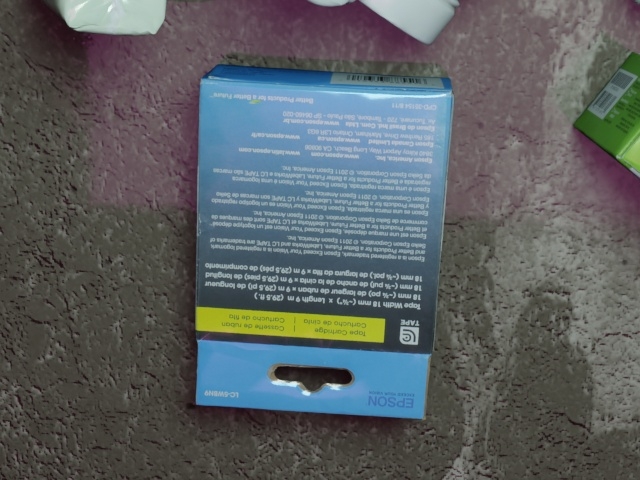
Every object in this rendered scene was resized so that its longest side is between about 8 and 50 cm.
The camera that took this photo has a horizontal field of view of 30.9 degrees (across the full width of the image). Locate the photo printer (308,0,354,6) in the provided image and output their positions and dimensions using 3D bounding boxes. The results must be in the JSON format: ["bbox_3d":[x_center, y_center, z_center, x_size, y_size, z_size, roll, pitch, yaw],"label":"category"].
[{"bbox_3d":[-0.005,-0.382,0.983,0.107,0.307,0.256,18,119,-49],"label":"photo printer"}]

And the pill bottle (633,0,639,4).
[{"bbox_3d":[0.334,-0.329,1.052,0.121,0.121,0.216,-9,105,5],"label":"pill bottle"}]

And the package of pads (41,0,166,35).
[{"bbox_3d":[-0.193,-0.345,1.016,0.101,0.229,0.296,1,109,-23],"label":"package of pads"}]

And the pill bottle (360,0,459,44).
[{"bbox_3d":[0.127,-0.329,1.040,0.160,0.160,0.283,34,105,-7],"label":"pill bottle"}]

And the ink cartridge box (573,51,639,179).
[{"bbox_3d":[0.381,-0.055,1.093,0.255,0.189,0.097,36,102,-9],"label":"ink cartridge box"}]

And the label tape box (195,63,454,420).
[{"bbox_3d":[0.000,0.000,1.165,0.241,0.106,0.333,4,107,2],"label":"label tape box"}]
